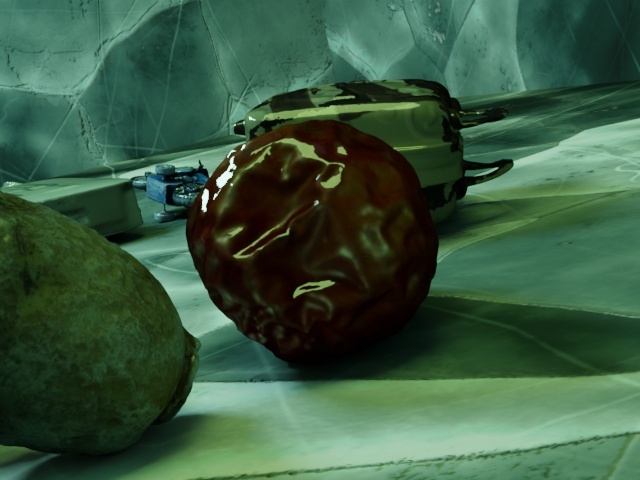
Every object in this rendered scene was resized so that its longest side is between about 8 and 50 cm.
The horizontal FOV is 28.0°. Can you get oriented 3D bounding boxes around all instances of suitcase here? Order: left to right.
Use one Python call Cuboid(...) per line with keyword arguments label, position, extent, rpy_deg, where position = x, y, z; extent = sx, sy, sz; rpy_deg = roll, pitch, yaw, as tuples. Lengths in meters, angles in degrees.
Cuboid(label="suitcase", position=(0.078, -0.106, 1.654), extent=(0.339, 0.194, 0.351), rpy_deg=(-3, 11, 6))

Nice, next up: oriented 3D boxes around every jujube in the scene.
Cuboid(label="jujube", position=(0.000, 0.000, 1.150), extent=(0.216, 0.216, 0.342), rpy_deg=(-11, -2, 1))

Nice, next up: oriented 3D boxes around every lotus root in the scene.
Cuboid(label="lotus root", position=(-0.241, 0.051, 0.897), extent=(0.349, 0.175, 0.175), rpy_deg=(23, -4, -23))

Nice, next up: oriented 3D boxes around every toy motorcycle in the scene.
Cuboid(label="toy motorcycle", position=(-0.223, -0.087, 2.180), extent=(0.135, 0.092, 0.254), rpy_deg=(-6, 15, -31))

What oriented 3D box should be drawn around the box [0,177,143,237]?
Cuboid(label="box", position=(-0.529, -0.022, 2.074), extent=(0.396, 0.111, 0.396), rpy_deg=(-16, 11, -29))
